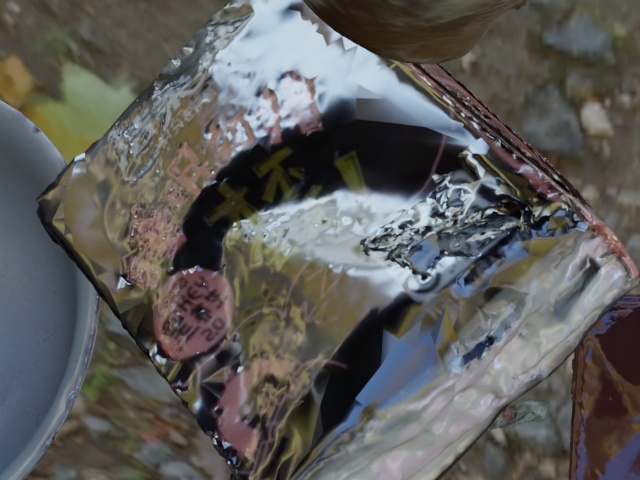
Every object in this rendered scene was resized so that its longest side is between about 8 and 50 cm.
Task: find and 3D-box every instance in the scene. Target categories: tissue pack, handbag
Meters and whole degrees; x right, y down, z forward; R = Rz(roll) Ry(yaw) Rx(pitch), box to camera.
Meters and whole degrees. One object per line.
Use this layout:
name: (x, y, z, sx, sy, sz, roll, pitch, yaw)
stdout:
tissue pack: (0.000, 0.000, 1.081, 0.245, 0.123, 0.332, -44, 45, 1)
handbag: (0.366, 0.192, 1.809, 0.260, 0.084, 0.275, 4, 97, 4)

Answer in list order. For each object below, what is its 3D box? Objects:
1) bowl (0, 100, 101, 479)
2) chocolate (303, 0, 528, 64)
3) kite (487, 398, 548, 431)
bowl: (-0.290, 0.068, 1.328, 0.346, 0.157, 0.345, -4, 73, 14)
chocolate: (0.025, -0.159, 0.847, 0.080, 0.254, 0.157, -27, 88, -11)
kite: (0.102, 0.187, 1.836, 0.314, 0.011, 0.335, -12, 117, -31)
